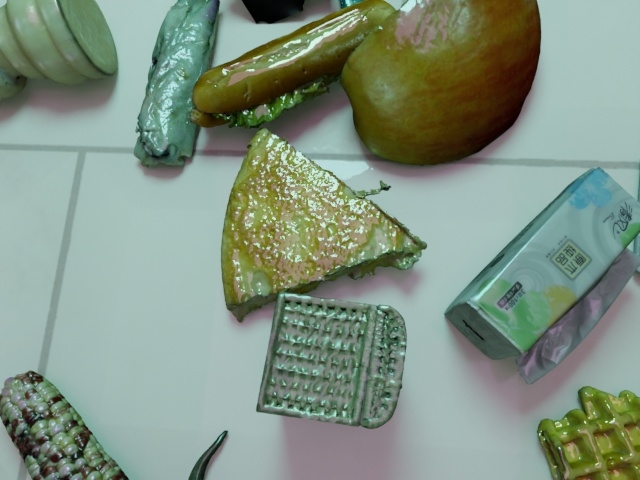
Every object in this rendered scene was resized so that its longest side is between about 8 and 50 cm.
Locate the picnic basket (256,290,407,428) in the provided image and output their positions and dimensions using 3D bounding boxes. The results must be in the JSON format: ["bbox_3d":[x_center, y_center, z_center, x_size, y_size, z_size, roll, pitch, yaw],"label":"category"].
[{"bbox_3d":[0.024,0.147,0.643,0.154,0.196,0.134,9,76,5],"label":"picnic basket"}]

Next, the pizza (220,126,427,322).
[{"bbox_3d":[0.000,0.000,0.748,0.288,0.075,0.280,14,82,9],"label":"pizza"}]

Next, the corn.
[{"bbox_3d":[-0.320,0.290,0.688,0.092,0.092,0.280,-43,72,-8],"label":"corn"}]

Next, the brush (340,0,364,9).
[{"bbox_3d":[0.050,-0.409,0.878,0.043,0.032,0.193,-7,87,-2],"label":"brush"}]

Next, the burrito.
[{"bbox_3d":[-0.223,-0.259,0.833,0.096,0.066,0.309,9,76,1],"label":"burrito"}]

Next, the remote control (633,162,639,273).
[{"bbox_3d":[0.468,-0.035,0.752,0.050,0.027,0.184,13,72,6],"label":"remote control"}]

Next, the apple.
[{"bbox_3d":[0.194,-0.264,0.761,0.346,0.254,0.179,-39,45,-9],"label":"apple"}]

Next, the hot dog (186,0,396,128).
[{"bbox_3d":[-0.041,-0.250,0.793,0.337,0.135,0.100,-26,107,-3],"label":"hot dog"}]

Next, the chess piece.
[{"bbox_3d":[-0.488,-0.290,0.821,0.300,0.167,0.167,-15,75,6],"label":"chess piece"}]

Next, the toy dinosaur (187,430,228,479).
[{"bbox_3d":[-0.101,0.371,0.685,0.187,0.087,0.179,31,42,-4],"label":"toy dinosaur"}]

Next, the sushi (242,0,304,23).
[{"bbox_3d":[-0.053,-0.470,0.841,0.172,0.153,0.150,-12,55,23],"label":"sushi"}]

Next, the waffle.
[{"bbox_3d":[0.395,0.332,0.639,0.309,0.065,0.283,29,78,12],"label":"waffle"}]

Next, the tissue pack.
[{"bbox_3d":[0.291,0.054,0.669,0.229,0.159,0.145,-44,78,-8],"label":"tissue pack"}]
